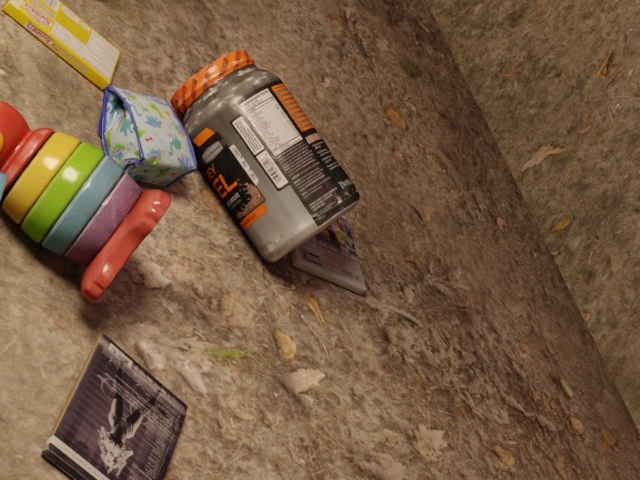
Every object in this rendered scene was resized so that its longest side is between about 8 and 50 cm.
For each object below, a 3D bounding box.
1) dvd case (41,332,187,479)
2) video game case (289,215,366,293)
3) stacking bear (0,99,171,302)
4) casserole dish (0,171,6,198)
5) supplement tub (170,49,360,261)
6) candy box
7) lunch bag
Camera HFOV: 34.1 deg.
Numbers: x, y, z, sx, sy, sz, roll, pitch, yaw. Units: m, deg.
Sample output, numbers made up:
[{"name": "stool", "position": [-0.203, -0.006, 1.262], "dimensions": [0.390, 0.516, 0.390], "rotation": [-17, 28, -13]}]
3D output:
[{"name": "dvd case", "position": [-0.259, 0.242, 1.350], "dimensions": [0.164, 0.018, 0.221], "rotation": [45, 28, -20]}, {"name": "video game case", "position": [0.000, 0.000, 2.027], "dimensions": [0.201, 0.023, 0.183], "rotation": [24, 40, -43]}, {"name": "stacking bear", "position": [-0.366, -0.079, 1.399], "dimensions": [0.289, 0.175, 0.164], "rotation": [37, 6, -12]}, {"name": "casserole dish", "position": [-0.435, -0.018, 1.255], "dimensions": [0.037, 0.114, 0.188], "rotation": [38, 32, -31]}, {"name": "supplement tub", "position": [-0.102, -0.150, 1.832], "dimensions": [0.338, 0.207, 0.207], "rotation": [55, 27, 1]}, {"name": "candy box", "position": [-0.425, -0.346, 1.734], "dimensions": [0.206, 0.027, 0.105], "rotation": [40, 33, -26]}, {"name": "lunch bag", "position": [-0.285, -0.172, 1.688], "dimensions": [0.129, 0.096, 0.151], "rotation": [8, 62, -54]}]
